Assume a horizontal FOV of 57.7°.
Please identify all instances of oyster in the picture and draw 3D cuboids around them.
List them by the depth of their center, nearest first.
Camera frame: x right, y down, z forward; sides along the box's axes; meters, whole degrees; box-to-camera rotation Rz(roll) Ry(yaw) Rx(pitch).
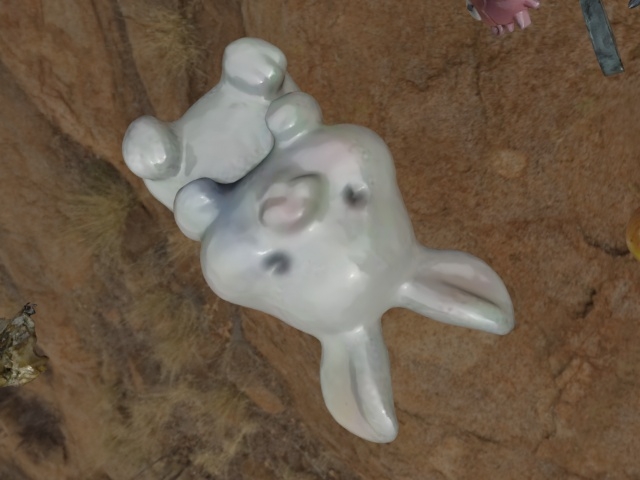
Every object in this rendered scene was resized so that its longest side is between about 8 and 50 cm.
[{"bbox_3d":[-0.551,0.161,0.960,0.337,0.198,0.133,5,96,36],"label":"oyster"}]

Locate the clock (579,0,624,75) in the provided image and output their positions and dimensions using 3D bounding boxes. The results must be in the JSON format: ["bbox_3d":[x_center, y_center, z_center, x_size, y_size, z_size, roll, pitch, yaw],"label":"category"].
[{"bbox_3d":[0.700,-0.519,1.448,0.049,0.226,0.226,-17,98,33],"label":"clock"}]

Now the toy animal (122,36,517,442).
[{"bbox_3d":[-0.006,-0.006,0.555,0.196,0.241,0.367,-44,57,0],"label":"toy animal"}]

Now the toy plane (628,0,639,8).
[{"bbox_3d":[0.624,-0.480,1.116,0.083,0.079,0.031,-41,66,64],"label":"toy plane"}]

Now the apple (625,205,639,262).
[{"bbox_3d":[0.759,-0.012,1.220,0.209,0.209,0.164,24,152,21],"label":"apple"}]

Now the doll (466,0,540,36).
[{"bbox_3d":[0.329,-0.500,1.082,0.211,0.093,0.262,47,167,32],"label":"doll"}]
